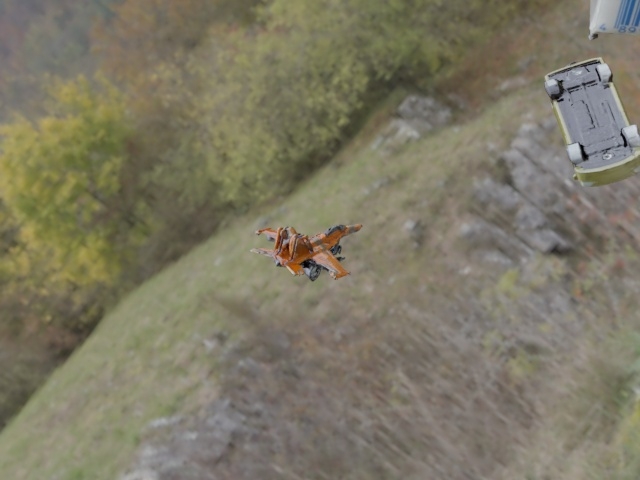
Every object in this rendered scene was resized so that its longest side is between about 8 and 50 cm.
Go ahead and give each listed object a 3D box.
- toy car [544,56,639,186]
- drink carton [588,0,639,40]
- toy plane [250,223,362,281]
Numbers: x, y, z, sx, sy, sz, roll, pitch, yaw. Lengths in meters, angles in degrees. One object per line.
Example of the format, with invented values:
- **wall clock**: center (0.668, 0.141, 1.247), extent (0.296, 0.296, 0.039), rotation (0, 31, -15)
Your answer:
- **toy car**: center (0.395, -0.151, 1.736), extent (0.101, 0.124, 0.256), rotation (-18, 39, 12)
- **drink carton**: center (0.271, -0.306, 0.819), extent (0.324, 0.132, 0.194), rotation (88, -173, -56)
- **toy plane**: center (-0.003, 0.010, 1.537), extent (0.188, 0.135, 0.062), rotation (-9, -57, -58)
